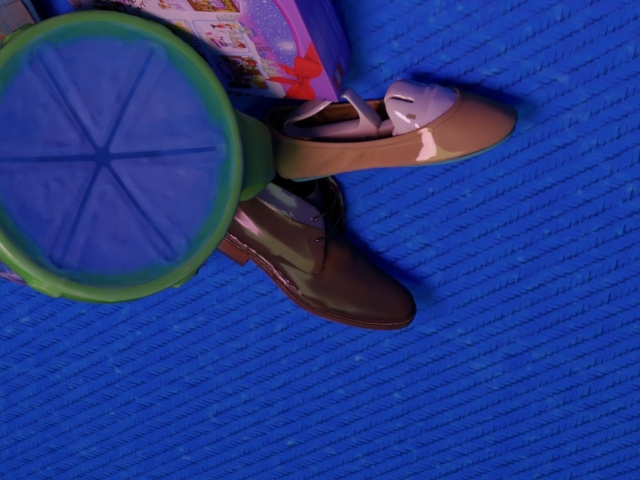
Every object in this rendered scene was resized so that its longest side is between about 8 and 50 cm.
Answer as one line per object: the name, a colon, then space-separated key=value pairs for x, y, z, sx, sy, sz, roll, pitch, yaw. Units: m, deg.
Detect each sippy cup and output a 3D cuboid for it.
sippy cup: x=-0.211 y=-0.054 z=1.482 sx=0.305 sy=0.240 sz=0.224 roll=33 pitch=160 yaw=-18

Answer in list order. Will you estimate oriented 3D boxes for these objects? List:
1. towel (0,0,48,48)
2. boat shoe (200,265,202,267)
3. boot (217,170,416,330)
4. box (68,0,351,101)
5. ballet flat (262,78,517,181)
towel: x=-0.418 y=-0.166 z=1.598 sx=0.370 sy=0.040 sz=0.271 roll=-17 pitch=123 yaw=16
boat shoe: x=-0.226 y=-0.031 z=1.662 sx=0.257 sy=0.095 sz=0.095 roll=18 pitch=134 yaw=6
boot: x=0.000 y=0.000 z=1.610 sx=0.219 sy=0.082 sz=0.106 roll=27 pitch=137 yaw=0
box: x=-0.108 y=-0.213 z=1.409 sx=0.201 sy=0.057 sz=0.293 roll=5 pitch=153 yaw=18
ballet flat: x=0.050 y=-0.098 z=1.502 sx=0.232 sy=0.080 sz=0.073 roll=-10 pitch=125 yaw=28
